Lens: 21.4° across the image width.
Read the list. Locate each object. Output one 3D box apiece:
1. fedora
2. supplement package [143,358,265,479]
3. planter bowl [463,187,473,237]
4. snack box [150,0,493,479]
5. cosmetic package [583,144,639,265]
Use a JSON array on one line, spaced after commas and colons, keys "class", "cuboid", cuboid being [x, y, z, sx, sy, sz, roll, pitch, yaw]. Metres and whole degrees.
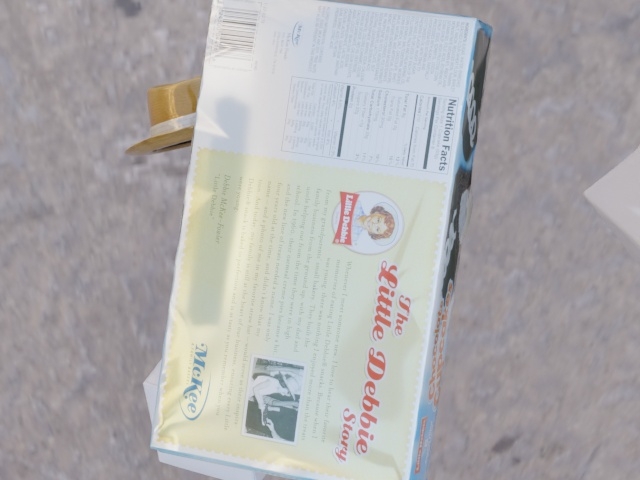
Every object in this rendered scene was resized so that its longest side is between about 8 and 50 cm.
[{"class": "fedora", "cuboid": [-0.151, -0.154, 1.994, 0.194, 0.194, 0.079, -14, 92, -8]}, {"class": "supplement package", "cuboid": [-0.069, 0.122, 1.558, 0.105, 0.105, 0.179, 13, 42, 22]}, {"class": "planter bowl", "cuboid": [0.060, -0.042, 1.750, 0.162, 0.109, 0.162, -20, 55, 31]}, {"class": "snack box", "cuboid": [0.000, 0.000, 1.149, 0.187, 0.060, 0.321, 9, 93, 17]}, {"class": "cosmetic package", "cuboid": [0.450, -0.001, 1.705, 0.217, 0.385, 0.156, -39, 115, 5]}]
